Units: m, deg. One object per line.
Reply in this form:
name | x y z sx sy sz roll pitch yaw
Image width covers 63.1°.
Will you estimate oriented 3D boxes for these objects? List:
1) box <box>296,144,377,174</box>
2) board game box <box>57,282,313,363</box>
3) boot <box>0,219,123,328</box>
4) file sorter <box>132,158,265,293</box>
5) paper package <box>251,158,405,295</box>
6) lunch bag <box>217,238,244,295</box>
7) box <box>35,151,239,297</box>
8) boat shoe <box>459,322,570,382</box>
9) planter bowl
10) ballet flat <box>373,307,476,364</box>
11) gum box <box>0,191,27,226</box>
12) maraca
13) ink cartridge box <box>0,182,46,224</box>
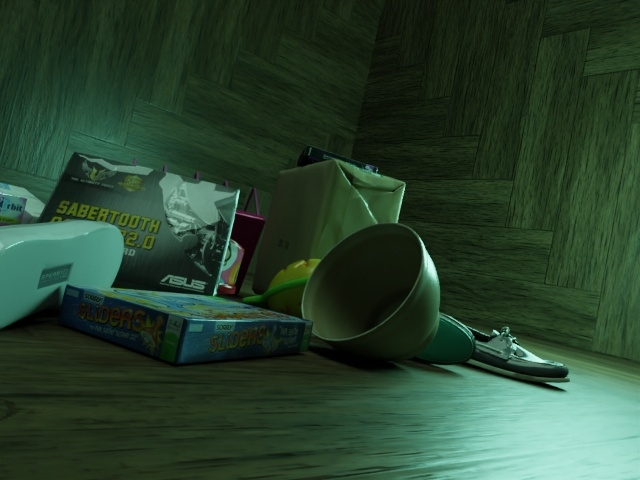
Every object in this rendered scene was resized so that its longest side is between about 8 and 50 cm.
box | 0.033 -0.164 1.156 0.162 0.029 0.116 16 -6 -10
board game box | -0.112 0.077 0.489 0.136 0.035 0.201 10 -4 27
boot | -0.269 0.009 0.443 0.123 0.095 0.258 19 -3 0
file sorter | -0.298 -0.039 1.157 0.290 0.202 0.182 13 30 -20
paper package | 0.000 0.000 1.116 0.168 0.310 0.325 13 -3 -24
lunch bag | -0.306 0.018 0.887 0.293 0.120 0.258 15 -5 -44
box | -0.237 -0.010 0.687 0.231 0.183 0.056 13 -36 -8
boat shoe | 0.252 0.155 0.754 0.206 0.065 0.075 10 -4 27
planter bowl | 0.074 0.074 0.614 0.162 0.162 0.109 8 -31 50
ballet flat | 0.105 0.121 0.707 0.203 0.074 0.074 9 -4 13
gum box | -0.596 -0.038 0.874 0.188 0.107 0.062 10 -4 20
maraca | -0.034 0.085 0.795 0.185 0.099 0.127 -19 -27 27
ink cartridge box | -0.546 -0.030 0.946 0.143 0.090 0.092 34 3 14
